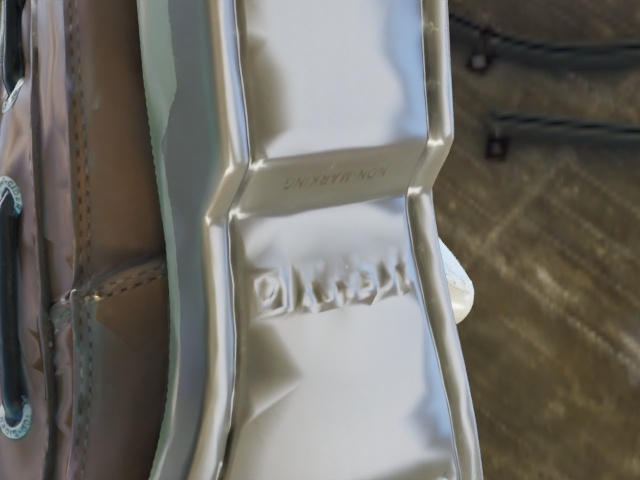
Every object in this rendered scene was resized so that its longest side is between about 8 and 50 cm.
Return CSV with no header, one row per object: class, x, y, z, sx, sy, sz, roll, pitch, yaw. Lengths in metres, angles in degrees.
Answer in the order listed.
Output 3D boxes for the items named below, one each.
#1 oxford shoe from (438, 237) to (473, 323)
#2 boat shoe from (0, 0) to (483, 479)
oxford shoe,0.000,0.000,1.347,0.146,0.397,0.141,12,-75,-19
boat shoe,-0.030,0.037,0.420,0.104,0.110,0.307,3,-91,45
